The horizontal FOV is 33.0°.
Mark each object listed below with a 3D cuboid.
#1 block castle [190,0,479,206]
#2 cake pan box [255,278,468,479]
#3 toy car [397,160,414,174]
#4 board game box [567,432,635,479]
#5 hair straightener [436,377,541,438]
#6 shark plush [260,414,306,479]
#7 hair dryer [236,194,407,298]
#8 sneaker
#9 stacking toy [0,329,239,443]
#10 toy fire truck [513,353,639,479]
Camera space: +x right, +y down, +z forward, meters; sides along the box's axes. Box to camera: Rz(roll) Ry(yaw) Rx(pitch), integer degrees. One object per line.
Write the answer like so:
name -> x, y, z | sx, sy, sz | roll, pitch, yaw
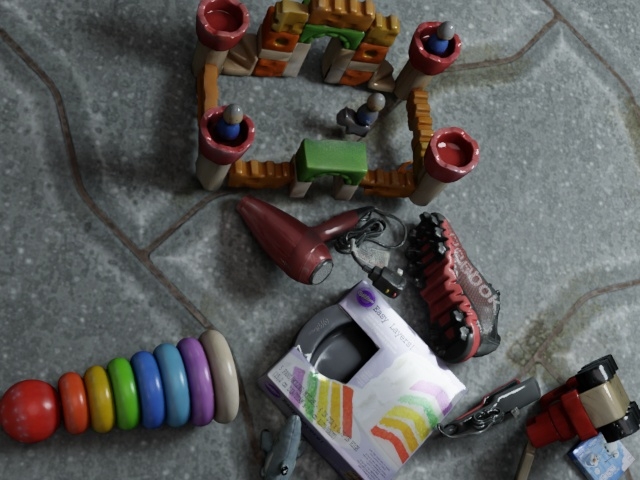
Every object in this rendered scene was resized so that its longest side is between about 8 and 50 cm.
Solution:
block castle -> 0.018, -0.235, 1.753 | 0.454, 0.213, 0.302 | 4, 63, -16
cake pan box -> 0.066, 0.228, 1.718 | 0.267, 0.070, 0.246 | 48, 60, 0
toy car -> 0.136, -0.103, 1.874 | 0.122, 0.040, 0.060 | -22, 81, -27
board game box -> 0.481, 0.370, 1.852 | 0.090, 0.020, 0.090 | -39, 89, -27
hair straightener -> 0.279, 0.271, 1.747 | 0.231, 0.089, 0.047 | -14, 89, -38
shark plush -> -0.067, 0.343, 1.625 | 0.073, 0.067, 0.161 | 30, 64, -9
hair dryer -> 0.000, 0.000, 1.766 | 0.294, 0.080, 0.223 | 20, 29, -9
sneaker -> 0.231, 0.080, 1.818 | 0.135, 0.098, 0.276 | 9, 55, -38
stacking toy -> -0.291, 0.226, 1.553 | 0.331, 0.141, 0.141 | -10, 76, -18
toy fire truck -> 0.395, 0.313, 1.771 | 0.246, 0.217, 0.158 | -27, 81, 16
